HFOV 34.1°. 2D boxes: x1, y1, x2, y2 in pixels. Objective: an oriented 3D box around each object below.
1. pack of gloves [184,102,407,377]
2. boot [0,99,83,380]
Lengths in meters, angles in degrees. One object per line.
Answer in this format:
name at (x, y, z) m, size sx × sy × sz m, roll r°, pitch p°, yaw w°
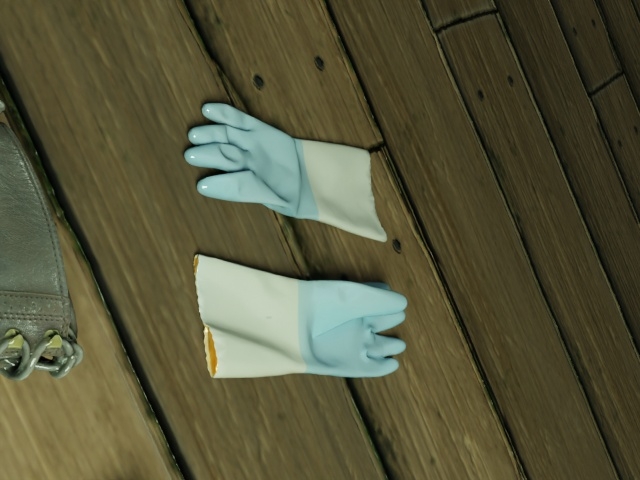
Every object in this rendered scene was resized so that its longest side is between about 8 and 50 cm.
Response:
pack of gloves at (0.000, 0.000, 0.756) m, size 0.232 × 0.046 × 0.195 m, roll 10°, pitch 67°, yaw -52°
boot at (-0.191, 0.044, 0.427) m, size 0.229 × 0.091 × 0.263 m, roll 7°, pitch 66°, yaw -52°
